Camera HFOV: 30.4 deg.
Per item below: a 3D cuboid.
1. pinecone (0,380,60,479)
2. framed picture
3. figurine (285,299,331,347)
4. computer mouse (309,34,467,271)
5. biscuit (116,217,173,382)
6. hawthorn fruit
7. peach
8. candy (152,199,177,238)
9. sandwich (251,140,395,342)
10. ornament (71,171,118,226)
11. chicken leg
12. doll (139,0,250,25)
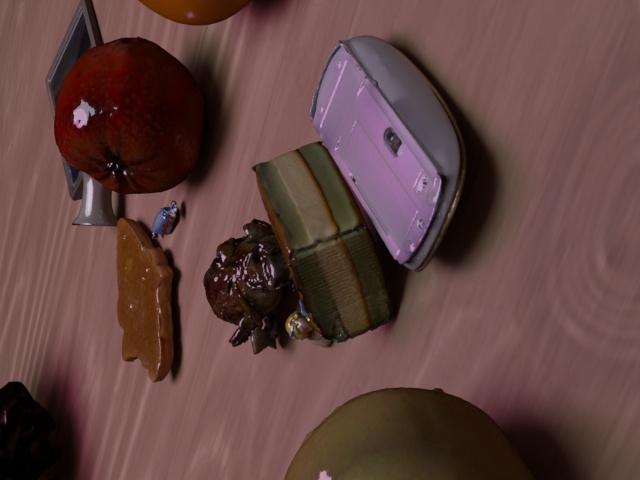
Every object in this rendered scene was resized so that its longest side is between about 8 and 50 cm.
[{"bbox_3d":[-0.564,0.373,1.742,0.397,0.397,0.398,-7,82,59],"label":"pinecone"},{"bbox_3d":[-0.357,-0.215,1.775,0.189,0.023,0.260,-53,44,40],"label":"framed picture"},{"bbox_3d":[-0.005,0.068,1.129,0.083,0.050,0.047,-65,32,32],"label":"figurine"},{"bbox_3d":[0.062,-0.079,1.018,0.245,0.056,0.126,61,139,45],"label":"computer mouse"},{"bbox_3d":[-0.227,0.071,1.518,0.162,0.035,0.250,-50,47,39],"label":"biscuit"},{"bbox_3d":[-0.223,-0.160,1.405,0.179,0.179,0.200,-48,32,47],"label":"hawthorn fruit"},{"bbox_3d":[0.073,0.210,0.876,0.232,0.232,0.233,-7,82,59],"label":"peach"},{"bbox_3d":[-0.196,-0.023,1.483,0.083,0.020,0.030,134,139,-53],"label":"candy"},{"bbox_3d":[0.000,0.000,1.081,0.163,0.079,0.113,-117,7,-55],"label":"sandwich"},{"bbox_3d":[-0.304,-0.098,1.628,0.074,0.081,0.156,4,95,26],"label":"ornament"},{"bbox_3d":[-0.060,0.034,1.183,0.196,0.080,0.125,122,144,-54],"label":"chicken leg"},{"bbox_3d":[-0.119,-0.346,1.247,0.236,0.213,0.213,-42,36,-7],"label":"doll"}]
